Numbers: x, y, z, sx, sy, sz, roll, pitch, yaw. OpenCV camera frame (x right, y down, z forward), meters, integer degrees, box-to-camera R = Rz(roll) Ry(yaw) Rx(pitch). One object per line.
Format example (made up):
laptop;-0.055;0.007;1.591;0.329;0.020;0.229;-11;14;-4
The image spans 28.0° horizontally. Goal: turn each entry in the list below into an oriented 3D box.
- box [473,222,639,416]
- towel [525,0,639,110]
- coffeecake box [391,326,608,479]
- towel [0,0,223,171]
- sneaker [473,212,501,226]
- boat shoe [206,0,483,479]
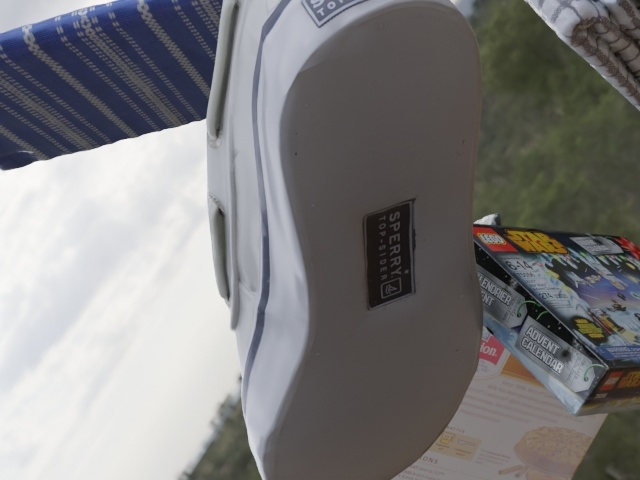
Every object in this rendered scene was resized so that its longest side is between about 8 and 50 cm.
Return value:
box;0.121;0.032;0.550;0.137;0.094;0.027;3;-56;-47
towel;0.210;-0.205;0.936;0.121;0.235;0.283;-46;-39;15
coffeecake box;0.076;0.122;0.766;0.186;0.142;0.068;-64;25;15
towel;-0.116;-0.126;0.884;0.335;0.040;0.243;-14;-10;6
sneaker;0.117;0.057;1.252;0.283;0.122;0.110;-59;-39;-60
boat shoe;0.000;0.000;0.483;0.096;0.088;0.268;-21;-41;-14
